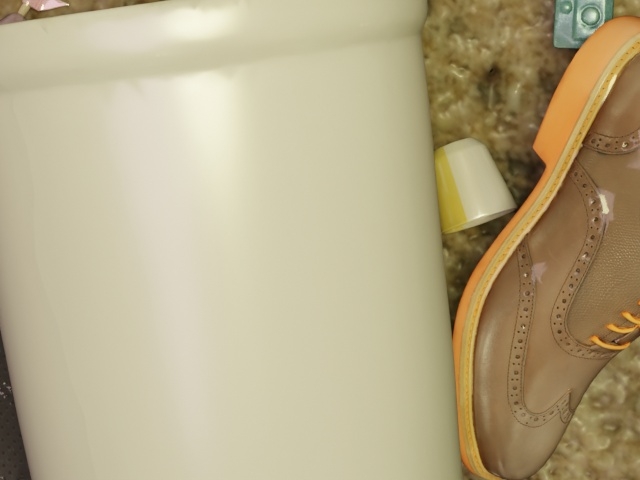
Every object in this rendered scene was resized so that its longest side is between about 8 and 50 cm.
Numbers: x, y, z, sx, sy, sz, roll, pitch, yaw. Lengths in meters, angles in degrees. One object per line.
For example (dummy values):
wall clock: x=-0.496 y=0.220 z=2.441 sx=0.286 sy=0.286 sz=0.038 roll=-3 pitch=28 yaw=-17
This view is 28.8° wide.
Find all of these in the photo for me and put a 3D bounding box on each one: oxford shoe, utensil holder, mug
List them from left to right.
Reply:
utensil holder: x=-0.067 y=0.026 z=0.878 sx=0.328 sy=0.327 sz=0.385 roll=-5 pitch=101 yaw=18
mug: x=0.107 y=-0.042 z=0.963 sx=0.062 sy=0.078 sz=0.064 roll=-28 pitch=79 yaw=63
oxford shoe: x=0.197 y=0.032 z=0.887 sx=0.133 sy=0.130 sz=0.363 roll=34 pitch=117 yaw=41

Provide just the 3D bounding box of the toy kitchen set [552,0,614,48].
toy kitchen set: x=0.111 y=-0.225 z=0.902 sx=0.207 sy=0.122 sz=0.166 roll=5 pitch=100 yaw=16

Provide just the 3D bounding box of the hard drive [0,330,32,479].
hard drive: x=-0.218 y=0.123 z=1.095 sx=0.172 sy=0.054 sz=0.254 roll=2 pitch=100 yaw=16

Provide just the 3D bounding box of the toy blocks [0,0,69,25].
toy blocks: x=-0.397 y=-0.141 z=1.049 sx=0.289 sy=0.309 sz=0.260 roll=23 pitch=72 yaw=0
